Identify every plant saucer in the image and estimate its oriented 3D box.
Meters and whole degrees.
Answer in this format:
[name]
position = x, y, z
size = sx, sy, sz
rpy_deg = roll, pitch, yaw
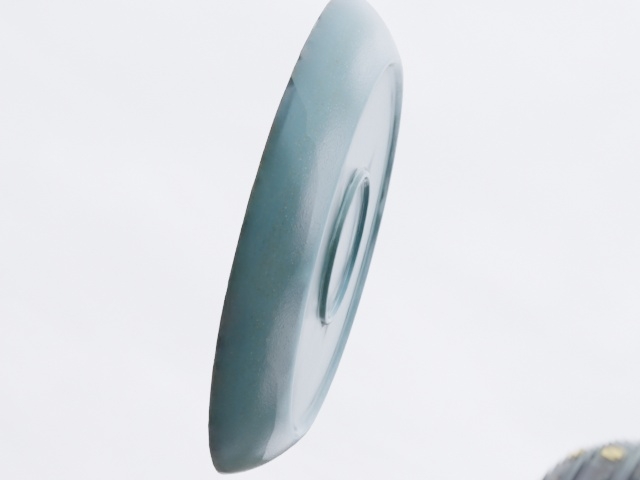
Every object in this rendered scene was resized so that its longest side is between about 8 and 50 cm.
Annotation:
[plant saucer]
position = 0.000, 0.000, 1.012
size = 0.043, 0.317, 0.317
rpy_deg = 14, -38, 9
